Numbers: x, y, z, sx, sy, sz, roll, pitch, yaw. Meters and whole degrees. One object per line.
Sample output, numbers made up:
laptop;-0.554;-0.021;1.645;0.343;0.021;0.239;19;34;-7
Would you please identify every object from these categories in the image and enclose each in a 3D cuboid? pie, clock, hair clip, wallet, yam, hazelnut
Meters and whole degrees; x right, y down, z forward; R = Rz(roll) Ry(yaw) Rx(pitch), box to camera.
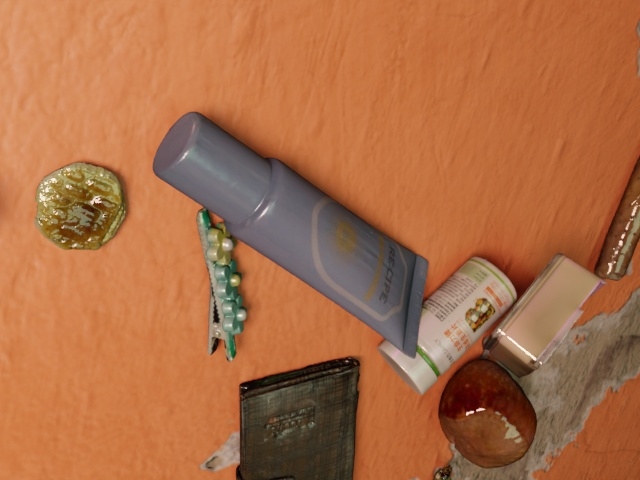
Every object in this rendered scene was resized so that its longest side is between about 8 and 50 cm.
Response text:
pie;-0.216;-0.030;0.508;0.084;0.020;0.084;-11;115;-26
clock;0.302;0.108;0.774;0.147;0.071;0.192;-49;160;-4
hair clip;-0.102;0.048;0.596;0.049;0.049;0.173;-13;113;-25
wallet;-0.028;0.313;0.735;0.169;0.044;0.317;-7;111;-26
yam;0.503;-0.045;0.896;0.056;0.057;0.241;12;102;-33
hazelnut;0.246;0.250;0.820;0.143;0.143;0.154;-36;105;-14

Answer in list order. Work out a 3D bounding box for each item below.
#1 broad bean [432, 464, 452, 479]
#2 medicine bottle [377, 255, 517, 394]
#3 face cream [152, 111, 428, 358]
broad bean;0.158;0.458;0.904;0.069;0.039;0.227;24;95;-41
medicine bottle;0.169;0.110;0.745;0.183;0.086;0.086;-42;124;-10
face cream;0.000;0.000;0.604;0.385;0.086;0.136;34;57;-36
